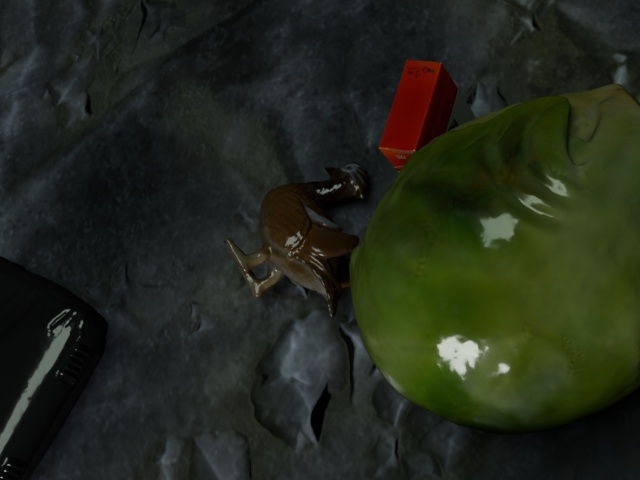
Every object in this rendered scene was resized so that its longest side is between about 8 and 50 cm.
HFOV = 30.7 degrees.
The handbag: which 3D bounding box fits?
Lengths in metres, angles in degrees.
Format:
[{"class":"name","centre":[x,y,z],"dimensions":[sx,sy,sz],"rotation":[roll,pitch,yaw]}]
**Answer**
[{"class":"handbag","centre":[-0.383,0.162,1.329],"dimensions":[0.244,0.088,0.275],"rotation":[22,81,34]}]

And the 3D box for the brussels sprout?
[{"class":"brussels sprout","centre":[0.177,0.007,1.028],"dimensions":[0.344,0.268,0.344],"rotation":[-23,45,25]}]

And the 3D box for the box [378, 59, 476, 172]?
[{"class":"box","centre":[0.116,-0.100,1.178],"dimensions":[0.048,0.152,0.100],"rotation":[5,69,31]}]

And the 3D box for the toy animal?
[{"class":"toy animal","centre":[0.000,0.000,1.233],"dimensions":[0.179,0.089,0.188],"rotation":[-32,51,-10]}]
